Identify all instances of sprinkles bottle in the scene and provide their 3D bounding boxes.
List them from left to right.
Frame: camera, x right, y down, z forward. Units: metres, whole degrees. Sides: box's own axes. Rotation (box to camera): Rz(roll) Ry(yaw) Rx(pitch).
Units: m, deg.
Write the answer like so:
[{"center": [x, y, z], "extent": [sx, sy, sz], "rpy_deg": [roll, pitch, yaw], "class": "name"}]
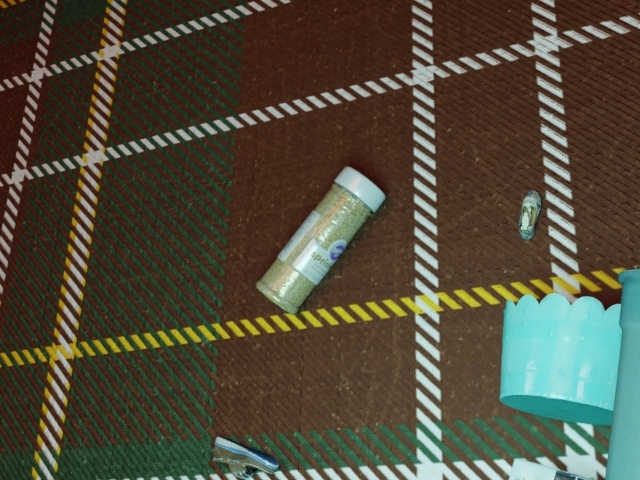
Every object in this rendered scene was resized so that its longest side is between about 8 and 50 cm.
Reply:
[{"center": [0.000, 0.000, 2.056], "extent": [0.121, 0.121, 0.355], "rpy_deg": [37, 89, 36], "class": "sprinkles bottle"}]

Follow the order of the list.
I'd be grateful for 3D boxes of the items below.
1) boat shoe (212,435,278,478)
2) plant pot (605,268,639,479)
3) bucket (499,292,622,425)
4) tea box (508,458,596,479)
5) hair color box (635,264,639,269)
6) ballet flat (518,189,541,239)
[{"center": [-0.168, 0.492, 1.964], "extent": [0.183, 0.066, 0.066], "rpy_deg": [11, 78, 43], "class": "boat shoe"}, {"center": [0.599, 0.245, 1.366], "extent": [0.341, 0.341, 0.334], "rpy_deg": [11, 83, 33], "class": "plant pot"}, {"center": [0.458, 0.223, 1.612], "extent": [0.281, 0.281, 0.183], "rpy_deg": [3, 71, 30], "class": "bucket"}, {"center": [0.457, 0.578, 1.474], "extent": [0.323, 0.220, 0.329], "rpy_deg": [11, 74, 33], "class": "tea box"}, {"center": [0.684, 0.065, 1.690], "extent": [0.141, 0.043, 0.072], "rpy_deg": [-20, 59, 19], "class": "hair color box"}, {"center": [0.444, -0.060, 1.884], "extent": [0.041, 0.041, 0.114], "rpy_deg": [2, 69, 30], "class": "ballet flat"}]
